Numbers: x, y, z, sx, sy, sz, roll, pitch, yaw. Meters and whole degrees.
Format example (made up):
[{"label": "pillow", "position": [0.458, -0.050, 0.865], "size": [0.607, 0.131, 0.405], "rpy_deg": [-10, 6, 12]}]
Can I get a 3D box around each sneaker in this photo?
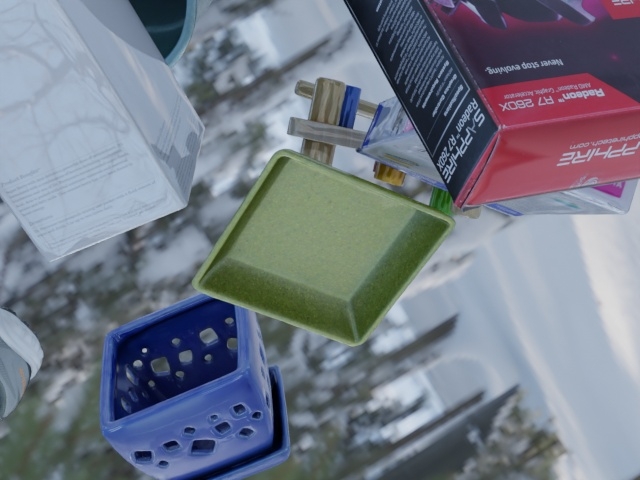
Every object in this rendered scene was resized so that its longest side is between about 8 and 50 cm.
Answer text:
[{"label": "sneaker", "position": [-0.396, 0.087, 1.393], "size": [0.271, 0.100, 0.108], "rpy_deg": [48, -144, -33]}]

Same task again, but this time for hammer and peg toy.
[{"label": "hammer and peg toy", "position": [0.084, -0.116, 1.676], "size": [0.361, 0.265, 0.127], "rpy_deg": [-81, 3, -85]}]

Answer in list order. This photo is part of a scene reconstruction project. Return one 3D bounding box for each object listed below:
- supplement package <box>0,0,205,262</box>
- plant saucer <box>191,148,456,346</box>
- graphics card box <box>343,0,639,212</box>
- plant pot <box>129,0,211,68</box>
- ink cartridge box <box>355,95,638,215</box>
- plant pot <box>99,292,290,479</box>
[{"label": "supplement package", "position": [-0.270, -0.161, 1.385], "size": [0.175, 0.177, 0.293], "rpy_deg": [-85, -29, -56]}, {"label": "plant saucer", "position": [0.000, 0.000, 1.270], "size": [0.188, 0.188, 0.045], "rpy_deg": [21, -143, -20]}, {"label": "graphics card box", "position": [0.136, -0.206, 1.044], "size": [0.371, 0.232, 0.094], "rpy_deg": [64, 150, 29]}, {"label": "plant pot", "position": [-0.205, -0.419, 1.596], "size": [0.341, 0.334, 0.341], "rpy_deg": [21, 139, 20]}, {"label": "ink cartridge box", "position": [0.147, -0.078, 1.215], "size": [0.185, 0.065, 0.311], "rpy_deg": [20, 176, -8]}, {"label": "plant pot", "position": [-0.174, 0.235, 1.983], "size": [0.236, 0.236, 0.212], "rpy_deg": [-102, -12, -55]}]
